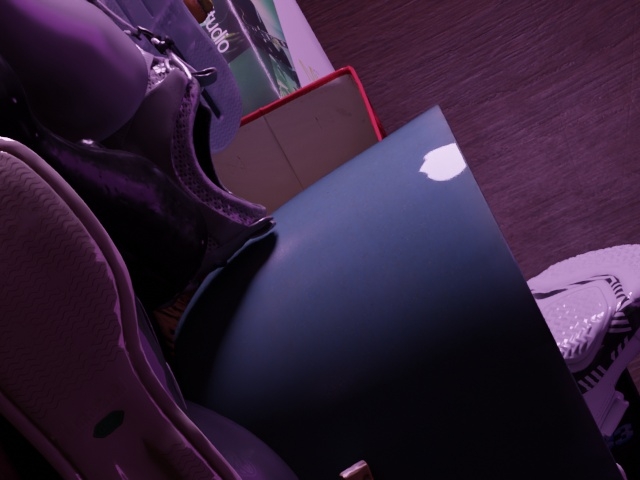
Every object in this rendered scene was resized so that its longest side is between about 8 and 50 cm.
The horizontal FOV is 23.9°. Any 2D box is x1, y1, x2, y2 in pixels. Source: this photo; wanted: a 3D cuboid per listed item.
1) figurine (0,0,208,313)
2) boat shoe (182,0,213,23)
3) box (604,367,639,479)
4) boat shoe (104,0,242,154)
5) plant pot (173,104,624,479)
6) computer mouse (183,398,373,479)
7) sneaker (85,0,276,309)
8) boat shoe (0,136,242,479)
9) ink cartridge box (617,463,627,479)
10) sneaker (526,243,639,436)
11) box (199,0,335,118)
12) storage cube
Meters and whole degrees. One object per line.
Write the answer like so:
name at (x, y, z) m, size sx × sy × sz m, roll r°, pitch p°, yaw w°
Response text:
figurine at (-0.163, -0.088, 0.802) m, size 0.209 × 0.092 × 0.215 m, roll 49°, pitch 14°, yaw -51°
boat shoe at (-0.193, -0.304, 1.308) m, size 0.307 × 0.104 × 0.111 m, roll 62°, pitch 9°, yaw 2°
box at (0.265, 0.276, 1.835) m, size 0.293 × 0.295 × 0.073 m, roll 59°, pitch 5°, yaw -39°
boat shoe at (-0.166, -0.178, 1.117) m, size 0.109 × 0.094 × 0.302 m, roll -58°, pitch 133°, yaw -38°
plant pot at (0.041, 0.088, 1.041) m, size 0.293 × 0.235 × 0.293 m, roll 63°, pitch 6°, yaw -13°
computer mouse at (-0.003, 0.167, 0.832) m, size 0.262 × 0.060 × 0.184 m, roll 61°, pitch 34°, yaw -21°
sneaker at (-0.125, -0.101, 0.994) m, size 0.281 × 0.115 × 0.105 m, roll 63°, pitch 6°, yaw -3°
boat shoe at (-0.111, 0.063, 0.693) m, size 0.233 × 0.084 × 0.079 m, roll 60°, pitch -17°, yaw -3°
ink cartridge box at (0.159, 0.299, 1.143) m, size 0.100 × 0.237 × 0.172 m, roll -3°, pitch -57°, yaw 49°
sneaker at (0.196, 0.176, 1.300) m, size 0.210 × 0.366 × 0.137 m, roll 52°, pitch -6°, yaw -24°
box at (-0.043, -0.173, 1.540) m, size 0.232 × 0.058 × 0.322 m, roll 24°, pitch 33°, yaw -61°
storage cube at (0.000, 0.000, 1.296) m, size 0.193 × 0.183 × 0.215 m, roll 61°, pitch 7°, yaw -29°
